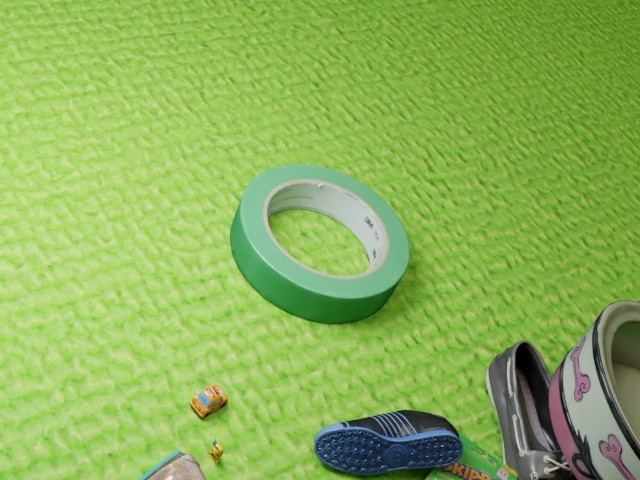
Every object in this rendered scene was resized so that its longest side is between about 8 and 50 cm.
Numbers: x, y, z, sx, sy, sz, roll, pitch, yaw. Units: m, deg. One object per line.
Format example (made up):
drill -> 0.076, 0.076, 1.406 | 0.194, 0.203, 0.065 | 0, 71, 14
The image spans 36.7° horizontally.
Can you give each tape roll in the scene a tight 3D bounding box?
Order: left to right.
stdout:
tape roll -> 0.000, 0.000, 1.737 | 0.321, 0.077, 0.321 | 14, 44, -13

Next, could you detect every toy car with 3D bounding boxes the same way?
toy car -> -0.149, 0.264, 1.433 | 0.060, 0.041, 0.122 | -7, 52, -31

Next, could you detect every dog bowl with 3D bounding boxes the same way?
dog bowl -> 0.546, 0.309, 1.585 | 0.408, 0.150, 0.408 | 26, 40, -24

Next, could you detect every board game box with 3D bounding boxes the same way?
board game box -> 0.202, 0.411, 1.464 | 0.124, 0.039, 0.259 | 34, 46, 9

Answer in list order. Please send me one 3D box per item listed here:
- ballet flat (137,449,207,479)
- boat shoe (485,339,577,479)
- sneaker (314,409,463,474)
ballet flat -> -0.256, 0.381, 1.226 | 0.316, 0.107, 0.106 | -29, 73, -40
boat shoe -> 0.357, 0.316, 1.587 | 0.112, 0.095, 0.335 | 5, 47, -22
sneaker -> 0.100, 0.307, 1.495 | 0.232, 0.081, 0.090 | 4, 15, -9
